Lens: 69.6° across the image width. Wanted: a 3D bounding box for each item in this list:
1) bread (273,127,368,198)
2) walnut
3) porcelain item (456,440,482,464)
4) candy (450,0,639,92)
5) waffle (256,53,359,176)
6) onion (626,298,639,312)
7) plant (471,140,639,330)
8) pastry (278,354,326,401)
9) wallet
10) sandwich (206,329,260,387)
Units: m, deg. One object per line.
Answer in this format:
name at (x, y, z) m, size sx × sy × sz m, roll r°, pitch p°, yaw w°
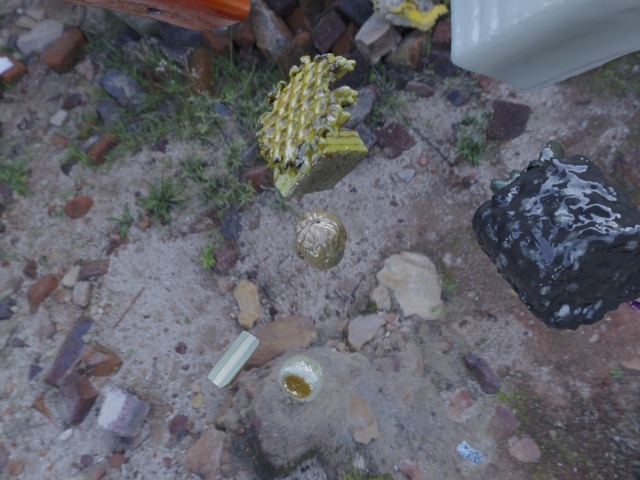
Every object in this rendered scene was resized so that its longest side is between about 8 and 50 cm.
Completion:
bread at (-0.003, -0.216, 1.246) m, size 0.184 × 0.234 × 0.111 m, roll -45°, pitch 74°, yaw 35°
walnut at (0.000, 0.000, 1.626) m, size 0.198 × 0.245 × 0.198 m, roll -2°, pitch 55°, yaw 3°
porcelain item at (0.332, 0.476, 1.028) m, size 0.028 × 0.083 × 0.036 m, roll -36°, pitch 34°, yaw 23°
candy at (0.283, -0.292, 0.407) m, size 0.145 × 0.358 × 0.208 m, roll 5°, pitch 86°, yaw -28°
waffle at (-0.033, -0.226, 0.810) m, size 0.231 × 0.051 × 0.229 m, roll 33°, pitch 98°, yaw 49°
onion at (0.709, 0.046, 0.964) m, size 0.200 × 0.200 × 0.207 m, roll -44°, pitch 100°, yaw -10°
plant at (0.368, -0.032, 0.753) m, size 0.215 × 0.213 × 0.312 m, roll -34°, pitch 42°, yaw 19°
pastry at (-0.058, 0.442, 1.478) m, size 0.156 × 0.156 × 0.092 m, roll 30°, pitch 32°, yaw 12°
wallet at (-0.201, -0.286, 0.538) m, size 0.142 × 0.204 × 0.045 m, roll 10°, pitch 107°, yaw 32°
sandwich at (-0.279, 0.385, 1.492) m, size 0.079 × 0.113 × 0.163 m, roll 36°, pitch 102°, yaw 8°
